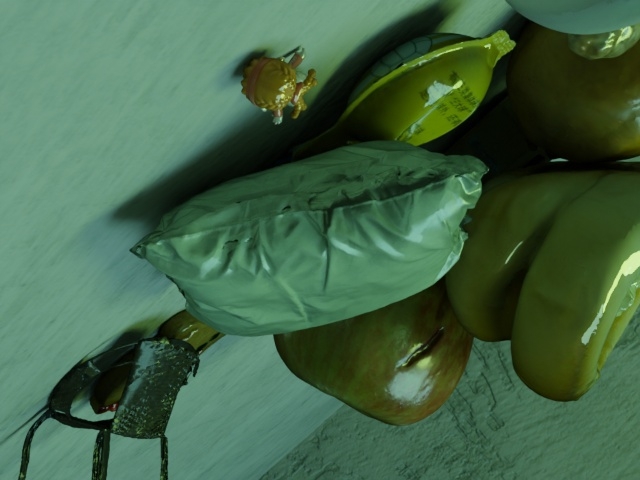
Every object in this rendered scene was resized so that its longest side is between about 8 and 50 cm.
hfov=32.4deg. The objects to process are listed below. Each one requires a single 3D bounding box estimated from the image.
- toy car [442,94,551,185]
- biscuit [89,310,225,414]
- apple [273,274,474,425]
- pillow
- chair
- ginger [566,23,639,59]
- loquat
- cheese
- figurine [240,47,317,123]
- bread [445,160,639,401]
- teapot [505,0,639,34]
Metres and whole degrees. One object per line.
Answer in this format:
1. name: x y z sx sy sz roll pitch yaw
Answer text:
1. toy car: 0.253 -0.130 1.443 0.256 0.101 0.124 -43 165 22
2. biscuit: -0.180 0.137 1.328 0.225 0.036 0.166 -35 168 -14
3. apple: 0.074 0.095 1.401 0.264 0.264 0.264 -36 167 -10
4. pillow: 0.000 0.000 1.007 0.309 0.138 0.283 -15 168 4
5. chair: -0.228 0.203 1.236 0.174 0.149 0.213 24 79 -54
6. ginger: 0.303 -0.241 0.993 0.275 0.221 0.130 -40 179 -34
7. loquat: 0.320 -0.185 1.210 0.238 0.193 0.238 -22 171 -4
8. cheese: 0.061 -0.118 1.037 0.270 0.069 0.177 -32 165 17
9. figurine: -0.026 -0.120 0.860 0.109 0.047 0.064 -15 125 -74
10. bread: 0.301 0.000 1.279 0.329 0.245 0.424 -52 167 21
11. teapot: 0.209 -0.289 0.505 0.252 0.280 0.424 20 104 -35
